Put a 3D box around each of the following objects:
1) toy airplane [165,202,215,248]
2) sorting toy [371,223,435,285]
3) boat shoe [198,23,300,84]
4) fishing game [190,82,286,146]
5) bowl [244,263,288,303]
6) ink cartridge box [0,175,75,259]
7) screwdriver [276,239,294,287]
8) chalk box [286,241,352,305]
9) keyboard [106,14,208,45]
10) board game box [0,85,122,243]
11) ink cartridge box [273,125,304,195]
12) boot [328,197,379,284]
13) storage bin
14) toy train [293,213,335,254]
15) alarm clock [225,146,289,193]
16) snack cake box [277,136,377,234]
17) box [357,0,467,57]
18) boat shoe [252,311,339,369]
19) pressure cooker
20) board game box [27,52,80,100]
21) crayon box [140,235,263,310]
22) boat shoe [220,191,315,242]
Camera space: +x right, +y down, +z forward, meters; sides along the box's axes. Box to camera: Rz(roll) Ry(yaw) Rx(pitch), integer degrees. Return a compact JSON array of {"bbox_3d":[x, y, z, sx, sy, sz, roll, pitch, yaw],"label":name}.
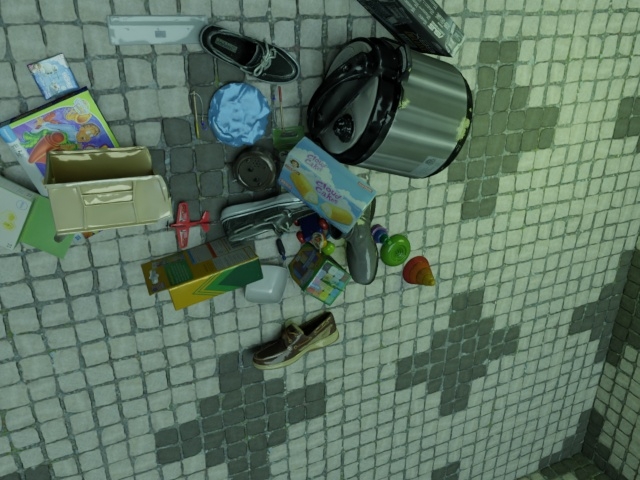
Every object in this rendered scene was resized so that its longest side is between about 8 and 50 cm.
[{"bbox_3d":[-0.394,-0.052,1.633,0.151,0.028,0.151,-11,118,-21],"label":"toy airplane"},{"bbox_3d":[0.318,0.072,1.979,0.127,0.126,0.365,-49,124,2],"label":"sorting toy"},{"bbox_3d":[-0.178,-0.508,1.479,0.306,0.105,0.113,19,104,-35],"label":"boat shoe"},{"bbox_3d":[-0.236,-0.364,1.563,0.263,0.041,0.189,-11,117,-12],"label":"fishing game"},{"bbox_3d":[-0.187,0.140,1.807,0.141,0.053,0.142,7,110,-28],"label":"bowl"},{"bbox_3d":[-0.760,-0.047,1.383,0.235,0.056,0.171,29,116,-16],"label":"ink cartridge box"},{"bbox_3d":[-0.112,0.077,1.783,0.024,0.025,0.170,-18,84,-26],"label":"screwdriver"},{"bbox_3d":[0.003,0.121,1.794,0.132,0.213,0.132,34,95,-33],"label":"chalk box"},{"bbox_3d":[-0.420,-0.551,1.404,0.255,0.014,0.072,-9,121,-22],"label":"keyboard"},{"bbox_3d":[-0.635,-0.195,1.421,0.233,0.078,0.347,-29,122,-12],"label":"board game box"},{"bbox_3d":[-0.085,-0.245,1.675,0.108,0.062,0.210,-11,116,-20],"label":"ink cartridge box"},{"bbox_3d":[0.094,-0.012,1.749,0.222,0.118,0.339,-6,92,-62],"label":"boot"},{"bbox_3d":[-0.515,-0.132,1.303,0.260,0.262,0.123,-9,117,-22],"label":"storage bin"},{"bbox_3d":[0.000,0.000,1.722,0.105,0.248,0.143,-31,132,11],"label":"toy train"},{"bbox_3d":[-0.179,-0.220,1.608,0.191,0.064,0.129,-24,114,8],"label":"alarm clock"},{"bbox_3d":[0.016,-0.156,1.553,0.264,0.152,0.089,38,60,4],"label":"snack cake box"},{"bbox_3d":[0.242,-0.656,1.538,0.307,0.242,0.077,31,97,-34],"label":"box"},{"bbox_3d":[-0.092,0.348,1.916,0.341,0.123,0.123,-18,111,-22],"label":"boat shoe"},{"bbox_3d":[0.180,-0.384,1.554,0.420,0.375,0.370,6,113,-29],"label":"pressure cooker"},{"bbox_3d":[-0.667,-0.409,1.342,0.090,0.020,0.090,-27,121,-14],"label":"board game box"},{"bbox_3d":[-0.357,0.094,1.614,0.322,0.203,0.083,-19,120,-17],"label":"crayon box"},{"bbox_3d":[-0.138,-0.066,1.662,0.334,0.121,0.119,-14,75,-2],"label":"boat shoe"}]
